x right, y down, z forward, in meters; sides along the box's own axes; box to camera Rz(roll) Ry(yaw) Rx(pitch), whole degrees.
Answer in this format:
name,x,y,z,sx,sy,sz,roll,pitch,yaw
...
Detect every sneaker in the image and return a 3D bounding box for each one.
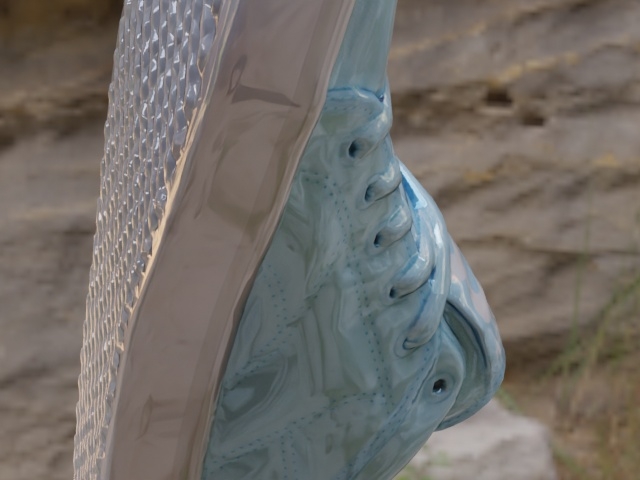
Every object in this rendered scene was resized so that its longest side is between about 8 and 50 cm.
name,x,y,z,sx,sy,sz,roll,pitch,yaw
sneaker,0.000,0.000,0.629,0.150,0.366,0.135,1,48,-15
